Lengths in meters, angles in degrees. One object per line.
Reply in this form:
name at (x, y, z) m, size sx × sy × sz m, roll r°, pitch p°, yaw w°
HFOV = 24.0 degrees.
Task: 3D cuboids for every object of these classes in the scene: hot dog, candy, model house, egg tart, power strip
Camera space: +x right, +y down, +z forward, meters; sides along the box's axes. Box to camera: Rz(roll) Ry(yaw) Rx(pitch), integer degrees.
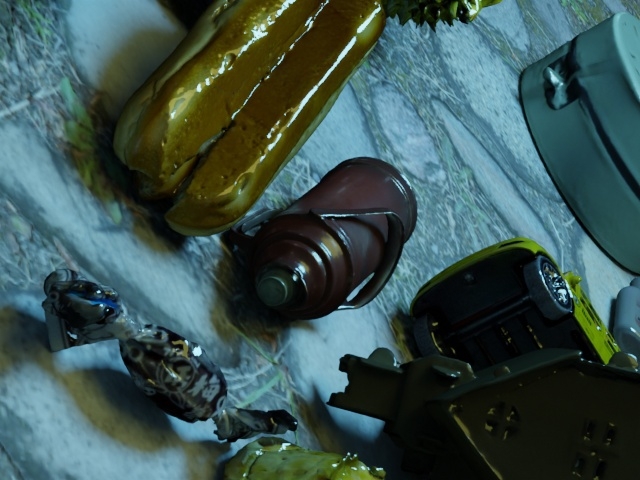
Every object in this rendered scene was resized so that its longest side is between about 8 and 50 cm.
hot dog at (-0.052, -0.138, 1.228) m, size 0.135 × 0.100 × 0.337 m, roll 50°, pitch 49°, yaw -19°
candy at (-0.100, 0.086, 0.996) m, size 0.226 × 0.094 × 0.051 m, roll 40°, pitch 71°, yaw -42°
model house at (0.120, 0.169, 1.204) m, size 0.243 × 0.204 × 0.211 m, roll 17°, pitch -8°, yaw -4°
egg tart at (0.016, 0.224, 1.049) m, size 0.212 × 0.090 × 0.212 m, roll 45°, pitch 26°, yaw -29°
power strip at (0.424, -0.139, 2.043) m, size 0.357 × 0.161 × 0.357 m, roll 41°, pitch 32°, yaw -32°

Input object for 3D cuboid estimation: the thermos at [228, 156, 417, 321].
thermos at (-0.002, 0.003, 1.244) m, size 0.124 × 0.099 × 0.232 m, roll 24°, pitch 25°, yaw 14°

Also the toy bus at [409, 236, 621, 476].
toy bus at (0.226, 0.145, 1.429) m, size 0.331 × 0.145 × 0.151 m, roll 57°, pitch 25°, yaw -9°

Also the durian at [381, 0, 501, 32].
durian at (0.100, -0.375, 1.649) m, size 0.258 × 0.258 × 0.293 m, roll -38°, pitch 117°, yaw -64°

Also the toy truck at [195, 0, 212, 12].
toy truck at (-0.072, -0.222, 1.355) m, size 0.201 × 0.074 × 0.088 m, roll 55°, pitch -13°, yaw -12°

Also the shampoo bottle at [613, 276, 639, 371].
shampoo bottle at (0.399, 0.098, 1.890) m, size 0.080 × 0.040 × 0.165 m, roll 50°, pitch 28°, yaw -14°
